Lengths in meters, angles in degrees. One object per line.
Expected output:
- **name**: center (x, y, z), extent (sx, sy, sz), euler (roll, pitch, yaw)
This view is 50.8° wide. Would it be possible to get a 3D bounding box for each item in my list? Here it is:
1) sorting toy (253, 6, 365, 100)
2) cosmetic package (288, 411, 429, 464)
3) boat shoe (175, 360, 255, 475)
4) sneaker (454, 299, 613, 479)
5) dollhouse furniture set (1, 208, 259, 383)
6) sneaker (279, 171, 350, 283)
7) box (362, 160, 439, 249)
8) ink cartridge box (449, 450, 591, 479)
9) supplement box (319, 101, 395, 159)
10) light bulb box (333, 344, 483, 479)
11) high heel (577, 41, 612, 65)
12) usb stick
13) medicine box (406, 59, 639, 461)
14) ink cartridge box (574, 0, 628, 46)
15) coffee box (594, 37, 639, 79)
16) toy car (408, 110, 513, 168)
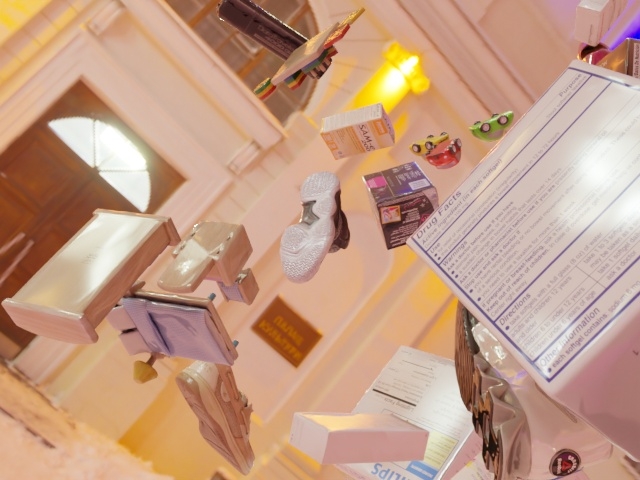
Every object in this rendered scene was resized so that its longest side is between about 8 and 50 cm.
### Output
- **sorting toy**: center (-0.013, -0.370, 1.365), extent (0.275, 0.132, 0.046), euler (-22, -61, 40)
- **cosmetic package**: center (0.070, 0.342, 1.167), extent (0.239, 0.060, 0.099), euler (13, -3, -38)
- **boat shoe**: center (-0.187, 0.365, 1.399), extent (0.122, 0.110, 0.341), euler (26, -36, 36)
- **sneaker**: center (0.250, 0.165, 0.831), extent (0.330, 0.147, 0.122), euler (-94, 180, -61)
- **dollhouse furniture set**: center (-0.227, 0.141, 0.953), extent (0.287, 0.198, 0.303), euler (7, -46, 27)
- **sneaker**: center (0.000, 0.000, 1.366), extent (0.101, 0.268, 0.153), euler (1, -38, 19)
- **box**: center (0.220, -0.097, 1.801), extent (0.247, 0.164, 0.142), euler (-102, 176, -67)
- **ink cartridge box**: center (0.246, 0.363, 0.915), extent (0.134, 0.231, 0.078), euler (49, -1, -24)
- **supplement box**: center (0.056, -0.163, 1.017), extent (0.099, 0.036, 0.062), euler (-12, -41, 22)
- **light bulb box**: center (0.266, 0.489, 1.642), extent (0.358, 0.361, 0.225), euler (8, -39, 53)
- **high heel**: center (0.677, -0.471, 1.678), extent (0.082, 0.244, 0.117), euler (-23, -54, 27)
- **usb stick**: center (-0.102, -0.458, 1.509), extent (0.278, 0.045, 0.077), euler (30, -47, -16)
- **medicine box**: center (0.265, 0.000, 0.635), extent (0.149, 0.263, 0.289), euler (38, 9, -28)
- **ink cartridge box**: center (0.673, -0.558, 1.610), extent (0.063, 0.150, 0.109), euler (32, -17, 29)
- **coffee box**: center (0.596, -0.221, 1.111), extent (0.298, 0.118, 0.168), euler (8, -11, -4)
- **toy car**: center (0.320, -0.218, 1.469), extent (0.239, 0.225, 0.053), euler (-106, 173, -75)
